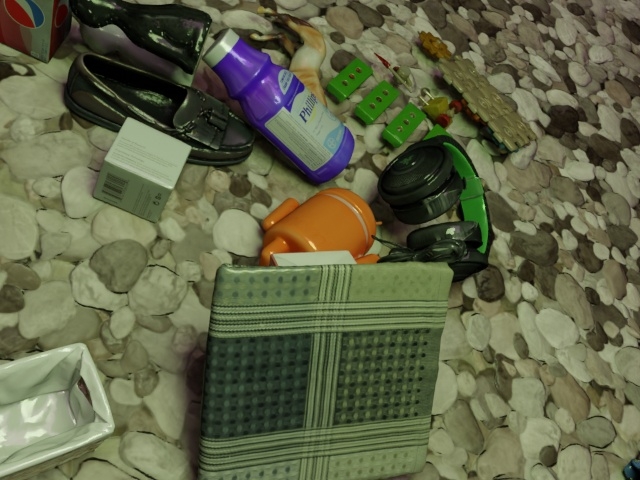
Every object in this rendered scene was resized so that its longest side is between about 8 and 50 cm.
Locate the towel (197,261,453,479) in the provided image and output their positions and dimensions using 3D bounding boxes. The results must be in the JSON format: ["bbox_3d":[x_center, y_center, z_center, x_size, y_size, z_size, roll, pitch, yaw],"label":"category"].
[{"bbox_3d":[0.009,0.174,0.826,0.325,0.056,0.311,1,102,-23],"label":"towel"}]

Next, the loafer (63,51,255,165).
[{"bbox_3d":[-0.239,-0.201,1.004,0.303,0.095,0.109,17,59,-17],"label":"loafer"}]

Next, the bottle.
[{"bbox_3d":[-0.066,-0.220,1.057,0.283,0.092,0.118,42,37,-23],"label":"bottle"}]

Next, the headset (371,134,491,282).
[{"bbox_3d":[0.205,-0.039,1.040,0.394,0.185,0.243,-35,106,-52],"label":"headset"}]

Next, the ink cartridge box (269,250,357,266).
[{"bbox_3d":[-0.018,0.116,0.898,0.116,0.198,0.067,-1,27,-19],"label":"ink cartridge box"}]

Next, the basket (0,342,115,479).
[{"bbox_3d":[-0.330,0.200,0.714,0.167,0.103,0.113,-14,69,-34],"label":"basket"}]

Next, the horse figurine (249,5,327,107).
[{"bbox_3d":[-0.052,-0.335,1.201,0.175,0.066,0.263,16,58,-11],"label":"horse figurine"}]

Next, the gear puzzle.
[{"bbox_3d":[0.315,-0.318,1.385,0.339,0.044,0.175,52,39,9],"label":"gear puzzle"}]

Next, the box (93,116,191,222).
[{"bbox_3d":[-0.256,-0.099,0.931,0.102,0.101,0.087,24,53,-15],"label":"box"}]

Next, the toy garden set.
[{"bbox_3d":[0.153,-0.264,1.277,0.244,0.049,0.204,40,54,1],"label":"toy garden set"}]

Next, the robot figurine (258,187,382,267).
[{"bbox_3d":[0.001,0.001,0.988,0.219,0.158,0.128,-39,117,-38],"label":"robot figurine"}]

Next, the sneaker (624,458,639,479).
[{"bbox_3d":[0.496,0.439,1.021,0.087,0.083,0.221,34,45,12],"label":"sneaker"}]

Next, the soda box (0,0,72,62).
[{"bbox_3d":[-0.402,-0.385,0.924,0.084,0.263,0.092,23,54,-12],"label":"soda box"}]

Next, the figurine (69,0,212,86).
[{"bbox_3d":[-0.286,-0.320,1.001,0.210,0.215,0.092,20,84,-14],"label":"figurine"}]
